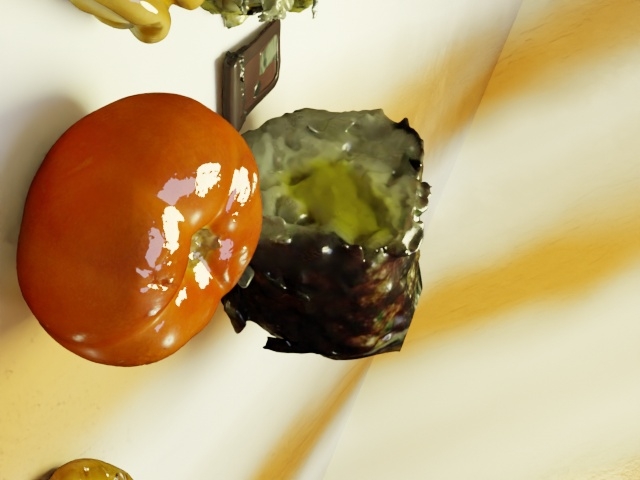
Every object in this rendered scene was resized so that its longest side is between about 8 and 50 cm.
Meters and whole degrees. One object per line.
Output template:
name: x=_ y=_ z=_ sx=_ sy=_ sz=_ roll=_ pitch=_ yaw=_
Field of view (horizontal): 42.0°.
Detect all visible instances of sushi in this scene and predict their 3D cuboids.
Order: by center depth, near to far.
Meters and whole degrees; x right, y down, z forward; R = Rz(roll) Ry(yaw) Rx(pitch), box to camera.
sushi: x=-0.062 y=-0.290 z=0.922 sx=0.291 sy=0.131 sz=0.139 roll=-52 pitch=157 yaw=-70
sushi: x=0.000 y=-0.002 z=1.154 sx=0.294 sy=0.300 sz=0.281 roll=88 pitch=-1 yaw=-56

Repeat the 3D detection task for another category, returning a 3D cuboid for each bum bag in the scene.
bum bag: x=-0.090 y=-0.219 z=1.092 sx=0.159 sy=0.026 sz=0.109 roll=-59 pitch=160 yaw=-49

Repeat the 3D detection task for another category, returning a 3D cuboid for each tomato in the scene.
tomato: x=-0.173 y=-0.012 z=0.781 sx=0.260 sy=0.180 sz=0.259 roll=-53 pitch=153 yaw=-43

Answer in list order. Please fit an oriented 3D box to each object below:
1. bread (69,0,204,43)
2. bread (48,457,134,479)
bread: x=-0.125 y=-0.328 z=0.693 sx=0.173 sy=0.121 sz=0.311 roll=11 pitch=96 yaw=-72
bread: x=-0.273 y=0.317 z=0.986 sx=0.189 sy=0.077 sz=0.114 roll=60 pitch=43 yaw=-54
